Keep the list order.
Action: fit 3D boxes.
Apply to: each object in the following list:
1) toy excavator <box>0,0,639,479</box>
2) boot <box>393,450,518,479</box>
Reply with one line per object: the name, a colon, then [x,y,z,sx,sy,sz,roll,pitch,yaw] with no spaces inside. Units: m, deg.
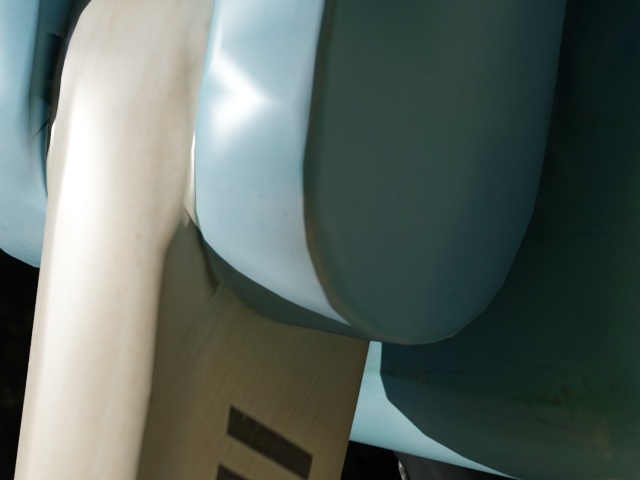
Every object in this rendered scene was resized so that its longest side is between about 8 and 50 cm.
toy excavator: [0.000,0.000,0.383,0.222,0.445,0.433,7,-1,36]
boot: [0.046,0.105,0.673,0.094,0.207,0.246,-25,0,33]
